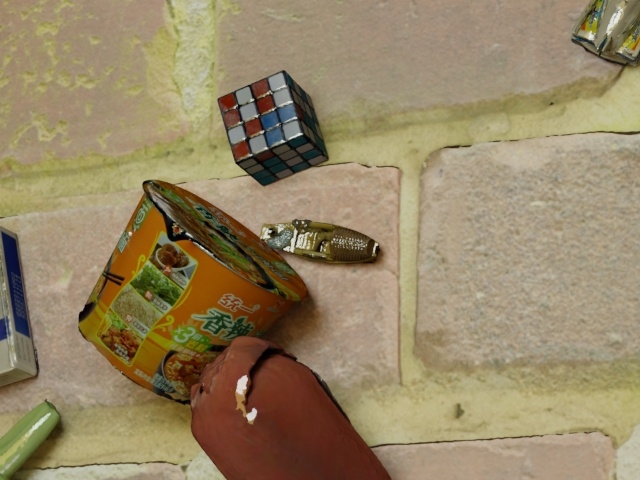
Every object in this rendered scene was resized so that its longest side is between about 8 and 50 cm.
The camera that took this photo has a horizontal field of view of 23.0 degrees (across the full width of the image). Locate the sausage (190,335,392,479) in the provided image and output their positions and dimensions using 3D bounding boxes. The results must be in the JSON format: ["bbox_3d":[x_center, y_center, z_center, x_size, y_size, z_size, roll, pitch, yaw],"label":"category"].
[{"bbox_3d":[-0.030,0.233,1.708,0.152,0.152,0.280,-37,93,7],"label":"sausage"}]

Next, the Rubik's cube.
[{"bbox_3d":[-0.056,-0.133,1.880,0.092,0.092,0.092,-22,68,13],"label":"Rubik's cube"}]

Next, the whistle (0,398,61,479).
[{"bbox_3d":[-0.419,0.319,1.881,0.294,0.141,0.141,-31,65,-10],"label":"whistle"}]

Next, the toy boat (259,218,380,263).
[{"bbox_3d":[0.000,0.000,1.844,0.149,0.049,0.047,9,78,23],"label":"toy boat"}]

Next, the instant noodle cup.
[{"bbox_3d":[-0.157,0.065,1.801,0.230,0.230,0.182,42,101,25],"label":"instant noodle cup"}]

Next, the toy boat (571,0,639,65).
[{"bbox_3d":[0.362,-0.292,1.787,0.084,0.066,0.210,24,83,23],"label":"toy boat"}]

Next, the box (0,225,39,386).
[{"bbox_3d":[-0.532,0.122,1.996,0.343,0.065,0.200,-18,68,15],"label":"box"}]
